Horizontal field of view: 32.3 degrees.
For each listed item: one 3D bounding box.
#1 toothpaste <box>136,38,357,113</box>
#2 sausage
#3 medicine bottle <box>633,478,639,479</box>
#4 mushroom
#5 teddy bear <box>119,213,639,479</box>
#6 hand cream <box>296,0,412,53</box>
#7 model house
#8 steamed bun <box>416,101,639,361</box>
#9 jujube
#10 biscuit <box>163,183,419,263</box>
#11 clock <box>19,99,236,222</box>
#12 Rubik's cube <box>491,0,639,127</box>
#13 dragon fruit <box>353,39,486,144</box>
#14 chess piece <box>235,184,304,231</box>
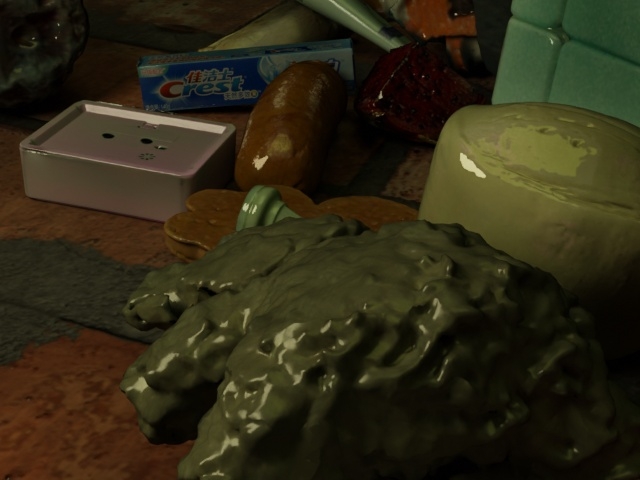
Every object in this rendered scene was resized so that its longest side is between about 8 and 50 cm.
[{"bbox_3d":[-0.092,-0.208,1.397,0.272,0.066,0.053,-4,25,2],"label":"toothpaste"},{"bbox_3d":[-0.029,-0.128,1.255,0.109,0.109,0.270,7,32,7],"label":"sausage"},{"bbox_3d":[0.154,0.209,0.613,0.247,0.147,0.147,-5,30,-15],"label":"medicine bottle"},{"bbox_3d":[-0.046,-0.287,1.561,0.122,0.095,0.351,-3,21,33],"label":"mushroom"},{"bbox_3d":[0.021,0.088,0.811,0.357,0.224,0.367,-9,16,-18],"label":"teddy bear"},{"bbox_3d":[0.061,-0.290,1.490,0.320,0.067,0.109,37,16,5],"label":"hand cream"},{"bbox_3d":[0.198,-0.313,1.580,0.301,0.190,0.271,1,28,26],"label":"model house"},{"bbox_3d":[0.207,-0.003,0.935,0.250,0.200,0.155,11,46,-6],"label":"steamed bun"},{"bbox_3d":[-0.443,-0.282,1.391,0.317,0.226,0.226,20,33,38],"label":"jujube"},{"bbox_3d":[-0.006,0.011,1.061,0.288,0.044,0.202,8,31,11],"label":"biscuit"},{"bbox_3d":[-0.204,-0.088,1.200,0.197,0.063,0.150,10,29,12],"label":"clock"},{"bbox_3d":[0.410,-0.236,1.101,0.318,0.316,0.322,-9,28,-34],"label":"Rubik's cube"},{"bbox_3d":[0.107,-0.169,1.380,0.127,0.120,0.161,-51,17,-10],"label":"dragon fruit"},{"bbox_3d":[0.000,0.000,0.997,0.149,0.059,0.059,22,33,15],"label":"chess piece"}]
